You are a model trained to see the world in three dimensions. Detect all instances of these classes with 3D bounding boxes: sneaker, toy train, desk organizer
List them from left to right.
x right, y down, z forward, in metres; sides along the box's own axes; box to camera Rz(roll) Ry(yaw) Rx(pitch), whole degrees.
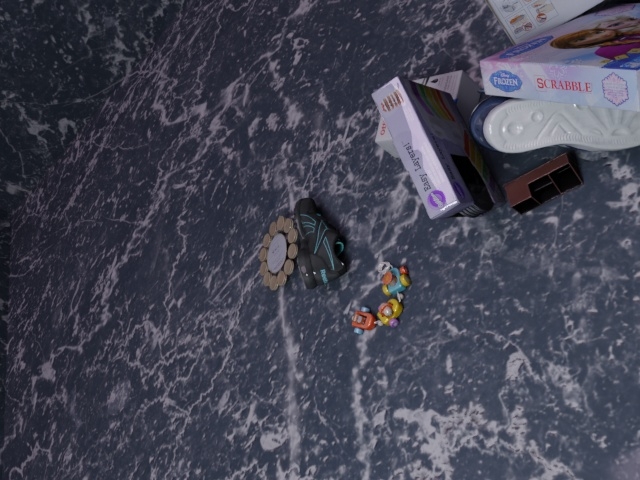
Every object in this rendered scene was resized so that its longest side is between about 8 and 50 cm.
[{"bbox_3d":[0.000,0.000,1.650,0.106,0.101,0.268,-14,47,7],"label":"sneaker"},{"bbox_3d":[0.118,0.118,1.474,0.125,0.046,0.166,12,78,48],"label":"toy train"},{"bbox_3d":[0.406,-0.102,1.299,0.130,0.047,0.050,-30,52,32],"label":"desk organizer"},{"bbox_3d":[0.432,-0.229,1.285,0.322,0.130,0.236,-7,14,5],"label":"sneaker"}]

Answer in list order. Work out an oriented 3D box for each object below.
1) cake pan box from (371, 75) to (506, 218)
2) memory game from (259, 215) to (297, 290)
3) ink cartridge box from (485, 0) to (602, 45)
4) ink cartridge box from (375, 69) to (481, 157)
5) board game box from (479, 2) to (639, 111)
[{"bbox_3d":[0.224,-0.160,1.309,0.070,0.245,0.267,-31,75,32],"label":"cake pan box"},{"bbox_3d":[-0.103,0.030,1.744,0.186,0.012,0.186,-27,57,52],"label":"memory game"},{"bbox_3d":[0.478,-0.538,1.338,0.309,0.130,0.272,-27,27,32],"label":"ink cartridge box"},{"bbox_3d":[0.231,-0.271,1.546,0.203,0.085,0.148,-2,68,44],"label":"ink cartridge box"},{"bbox_3d":[0.480,-0.303,1.133,0.318,0.066,0.318,-27,26,-21],"label":"board game box"}]
